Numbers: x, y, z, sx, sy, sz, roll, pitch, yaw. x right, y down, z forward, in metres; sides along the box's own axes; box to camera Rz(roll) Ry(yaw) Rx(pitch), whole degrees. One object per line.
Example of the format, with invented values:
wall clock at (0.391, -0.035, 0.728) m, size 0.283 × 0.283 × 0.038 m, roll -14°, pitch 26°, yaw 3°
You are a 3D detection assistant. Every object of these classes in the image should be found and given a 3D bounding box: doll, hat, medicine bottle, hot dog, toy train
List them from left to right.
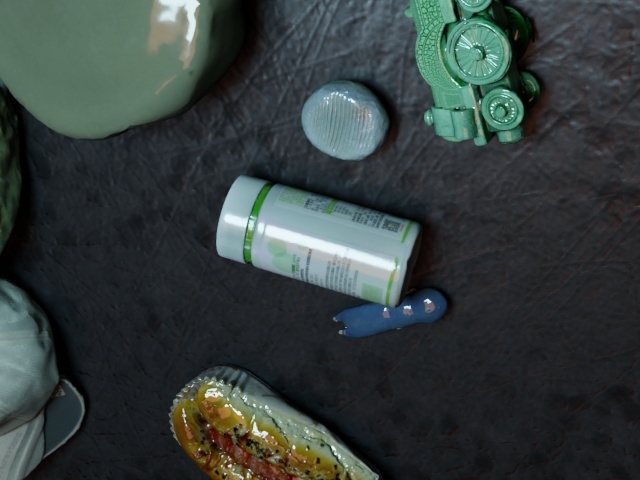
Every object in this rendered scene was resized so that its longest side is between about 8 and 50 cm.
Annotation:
hat at (-0.400, 0.168, 1.200) m, size 0.232 × 0.161 × 0.275 m, roll 20°, pitch 122°, yaw 13°
hot dog at (-0.045, 0.242, 1.160) m, size 0.268 × 0.075 × 0.144 m, roll 32°, pitch 117°, yaw -1°
medicine bottle at (0.000, 0.000, 1.025) m, size 0.183 × 0.086 × 0.086 m, roll 16°, pitch 118°, yaw 11°
doll at (0.070, 0.074, 1.072) m, size 0.125 × 0.027 × 0.037 m, roll -14°, pitch 108°, yaw 27°
toy train at (0.124, -0.165, 0.917) m, size 0.104 × 0.071 × 0.178 m, roll -6°, pitch 111°, yaw 29°

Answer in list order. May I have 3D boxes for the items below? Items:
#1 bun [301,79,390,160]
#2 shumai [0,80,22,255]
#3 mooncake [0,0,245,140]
bun at (0.024, -0.112, 0.988) m, size 0.083 × 0.045 × 0.083 m, roll 9°, pitch 116°, yaw 18°
shumai at (-0.524, -0.065, 1.043) m, size 0.323 × 0.397 × 0.324 m, roll 8°, pitch 126°, yaw 38°
mooncake at (-0.189, -0.228, 0.956) m, size 0.275 × 0.135 × 0.275 m, roll 7°, pitch 112°, yaw 16°
